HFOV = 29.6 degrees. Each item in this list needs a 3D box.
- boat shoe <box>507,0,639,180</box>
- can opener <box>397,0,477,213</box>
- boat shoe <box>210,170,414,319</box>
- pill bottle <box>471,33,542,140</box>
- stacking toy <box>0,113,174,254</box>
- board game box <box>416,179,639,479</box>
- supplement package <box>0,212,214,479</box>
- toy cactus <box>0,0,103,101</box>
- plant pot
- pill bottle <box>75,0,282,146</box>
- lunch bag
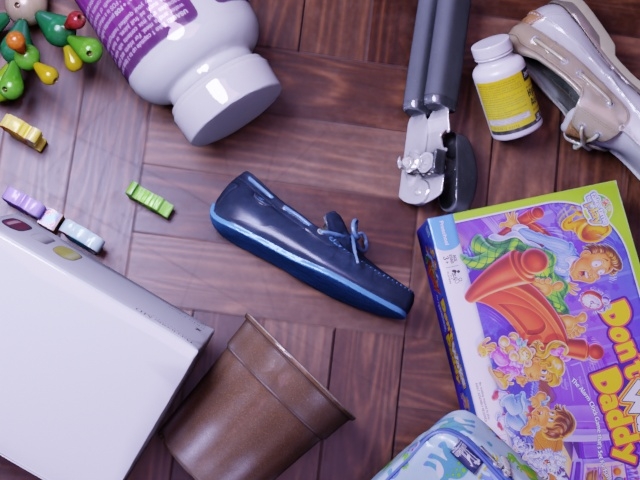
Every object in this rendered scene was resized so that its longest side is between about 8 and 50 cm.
[{"bbox_3d":[0.337,-0.153,1.458,0.103,0.113,0.302,-31,73,-9],"label":"boat shoe"},{"bbox_3d":[0.144,-0.170,1.467,0.093,0.074,0.280,13,77,-38],"label":"can opener"},{"bbox_3d":[0.000,0.000,1.392,0.258,0.109,0.089,30,74,-1],"label":"boat shoe"},{"bbox_3d":[0.219,-0.183,1.447,0.065,0.065,0.116,-26,111,-10],"label":"pill bottle"},{"bbox_3d":[-0.305,-0.024,1.394,0.221,0.052,0.167,28,78,0],"label":"stacking toy"},{"bbox_3d":[0.269,0.124,1.406,0.234,0.078,0.347,-12,80,-8],"label":"board game box"},{"bbox_3d":[-0.280,0.123,1.288,0.262,0.145,0.204,31,96,-2],"label":"supplement package"},{"bbox_3d":[-0.356,-0.246,1.403,0.219,0.112,0.180,-7,60,21],"label":"toy cactus"},{"bbox_3d":[-0.076,0.195,1.324,0.167,0.167,0.165,43,86,4],"label":"plant pot"},{"bbox_3d":[-0.176,-0.264,1.395,0.169,0.169,0.301,-32,83,-11],"label":"pill bottle"},{"bbox_3d":[0.134,0.305,1.303,0.176,0.090,0.219,46,112,5],"label":"lunch bag"}]
